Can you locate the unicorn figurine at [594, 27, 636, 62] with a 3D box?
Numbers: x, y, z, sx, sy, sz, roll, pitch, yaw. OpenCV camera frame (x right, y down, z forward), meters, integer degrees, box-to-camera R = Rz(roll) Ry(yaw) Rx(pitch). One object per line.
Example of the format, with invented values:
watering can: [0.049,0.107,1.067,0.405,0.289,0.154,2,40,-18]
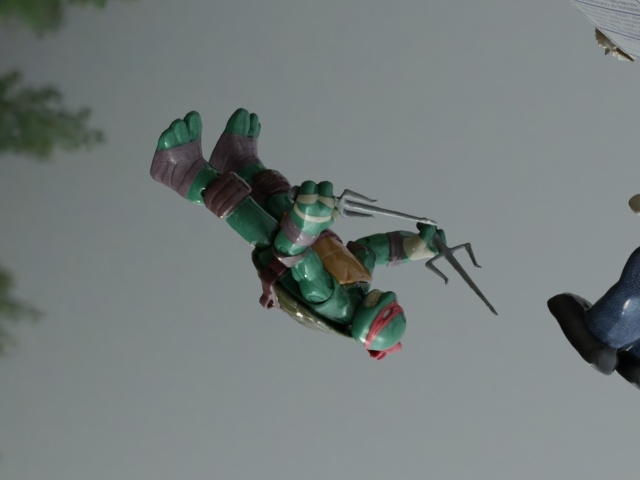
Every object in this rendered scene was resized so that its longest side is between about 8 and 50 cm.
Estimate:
unicorn figurine: [0.323,-0.233,2.073,0.060,0.111,0.161,-16,-116,34]

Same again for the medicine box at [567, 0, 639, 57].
medicine box: [0.266,-0.316,1.552,0.263,0.289,0.149,-56,-148,-4]

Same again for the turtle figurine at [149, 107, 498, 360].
turtle figurine: [0.000,0.000,1.344,0.118,0.234,0.175,-54,159,4]

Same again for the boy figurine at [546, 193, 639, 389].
boy figurine: [0.293,-0.016,1.443,0.285,0.177,0.092,-50,-135,20]
